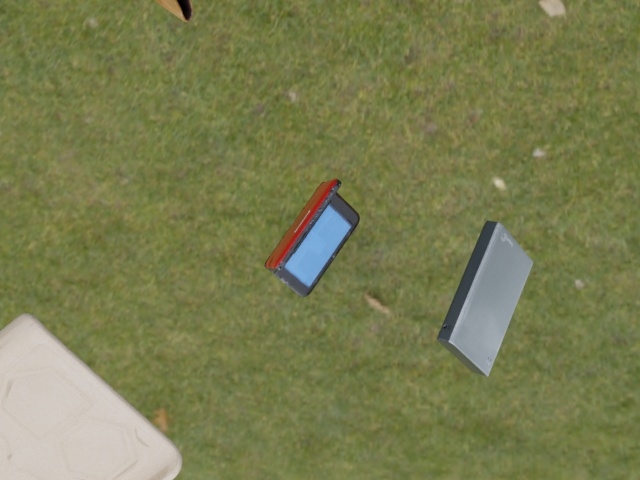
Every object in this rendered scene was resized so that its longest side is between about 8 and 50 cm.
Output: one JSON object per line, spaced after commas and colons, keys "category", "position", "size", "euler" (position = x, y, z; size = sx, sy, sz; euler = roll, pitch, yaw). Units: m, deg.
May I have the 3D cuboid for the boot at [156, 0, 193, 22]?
{"category": "boot", "position": [-0.295, -0.420, 1.479], "size": [0.280, 0.096, 0.264], "euler": [35, 157, 9]}

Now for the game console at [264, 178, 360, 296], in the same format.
{"category": "game console", "position": [0.000, 0.000, 1.326], "size": [0.085, 0.144, 0.124], "euler": [36, 172, -10]}

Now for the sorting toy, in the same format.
{"category": "sorting toy", "position": [-0.263, 0.190, 0.920], "size": [0.193, 0.038, 0.208], "euler": [-38, 107, 10]}

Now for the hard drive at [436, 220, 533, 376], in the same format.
{"category": "hard drive", "position": [0.170, 0.060, 1.013], "size": [0.022, 0.135, 0.094], "euler": [11, 160, 40]}
